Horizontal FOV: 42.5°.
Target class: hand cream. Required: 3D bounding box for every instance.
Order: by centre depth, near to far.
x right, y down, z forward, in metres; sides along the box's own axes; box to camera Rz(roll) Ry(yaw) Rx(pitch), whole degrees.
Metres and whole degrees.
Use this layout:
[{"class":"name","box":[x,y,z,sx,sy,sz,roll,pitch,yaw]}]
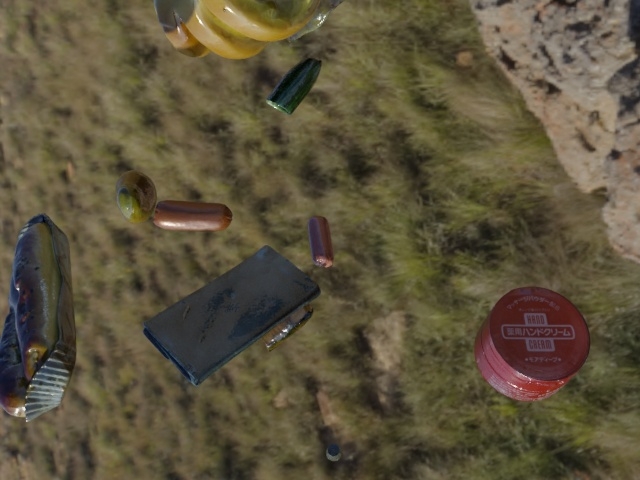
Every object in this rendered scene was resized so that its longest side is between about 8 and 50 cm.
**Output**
[{"class":"hand cream","box":[0.387,0.192,1.519,0.125,0.193,0.193,104,144,-59]}]

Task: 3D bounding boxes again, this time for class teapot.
[{"class":"teapot","box":[0.035,0.547,2.131,0.111,0.043,0.043,89,161,-72]}]

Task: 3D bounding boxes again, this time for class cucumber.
[{"class":"cucumber","box":[-0.038,-0.247,1.291,0.105,0.048,0.048,-51,47,4]}]

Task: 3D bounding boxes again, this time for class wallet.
[{"class":"wallet","box":[-0.187,0.153,1.802,0.190,0.379,0.046,40,143,23]}]

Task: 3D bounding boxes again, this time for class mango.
[{"class":"mango","box":[-0.486,-0.112,2.148,0.227,0.099,0.136,-112,9,-78]}]

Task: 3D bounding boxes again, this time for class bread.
[{"class":"bread","box":[-0.114,-0.405,1.242,0.270,0.211,0.316,-26,39,48]}]

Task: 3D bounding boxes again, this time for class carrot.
[{"class":"carrot","box":[-0.097,0.217,2.165,0.173,0.082,0.082,-41,59,15]}]

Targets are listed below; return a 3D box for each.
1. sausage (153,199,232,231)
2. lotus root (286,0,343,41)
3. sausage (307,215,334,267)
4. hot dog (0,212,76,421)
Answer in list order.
[{"class":"sausage","box":[-0.321,-0.062,2.080,0.076,0.197,0.076,-178,90,-82]},{"class":"lotus root","box":[-0.021,-0.484,1.604,0.119,0.138,0.235,46,139,-15]},{"class":"sausage","box":[0.000,0.000,2.203,0.062,0.062,0.154,123,148,-46]},{"class":"hot dog","box":[-0.366,0.093,1.052,0.162,0.082,0.270,-52,40,39]}]
